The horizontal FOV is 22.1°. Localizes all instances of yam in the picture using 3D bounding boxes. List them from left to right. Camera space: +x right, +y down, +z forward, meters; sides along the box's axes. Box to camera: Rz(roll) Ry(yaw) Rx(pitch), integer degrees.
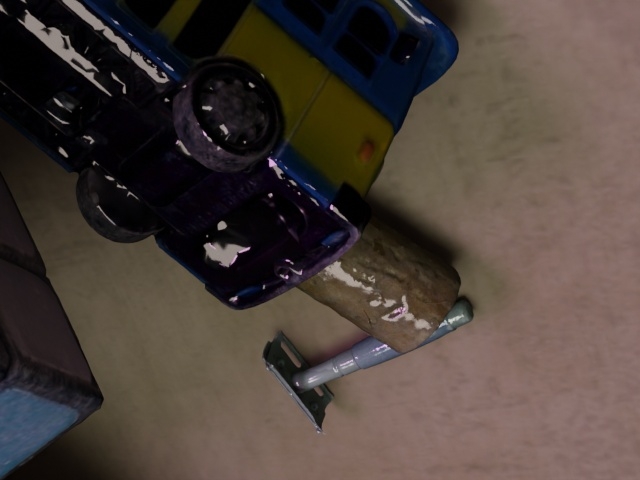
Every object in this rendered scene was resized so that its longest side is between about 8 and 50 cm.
[{"bbox_3d":[0.000,0.000,0.978,0.169,0.068,0.068,33,128,-11],"label":"yam"}]

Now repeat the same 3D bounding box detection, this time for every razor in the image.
[{"bbox_3d":[0.036,0.069,1.040,0.135,0.040,0.068,-26,116,25],"label":"razor"}]

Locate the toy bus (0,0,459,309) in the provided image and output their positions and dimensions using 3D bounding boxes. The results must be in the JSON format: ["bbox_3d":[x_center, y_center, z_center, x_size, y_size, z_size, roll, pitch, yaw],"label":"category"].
[{"bbox_3d":[-0.088,-0.116,0.843,0.288,0.175,0.138,40,142,-15],"label":"toy bus"}]

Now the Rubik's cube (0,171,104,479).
[{"bbox_3d":[-0.372,0.006,0.786,0.337,0.343,0.344,-37,151,13],"label":"Rubik's cube"}]
